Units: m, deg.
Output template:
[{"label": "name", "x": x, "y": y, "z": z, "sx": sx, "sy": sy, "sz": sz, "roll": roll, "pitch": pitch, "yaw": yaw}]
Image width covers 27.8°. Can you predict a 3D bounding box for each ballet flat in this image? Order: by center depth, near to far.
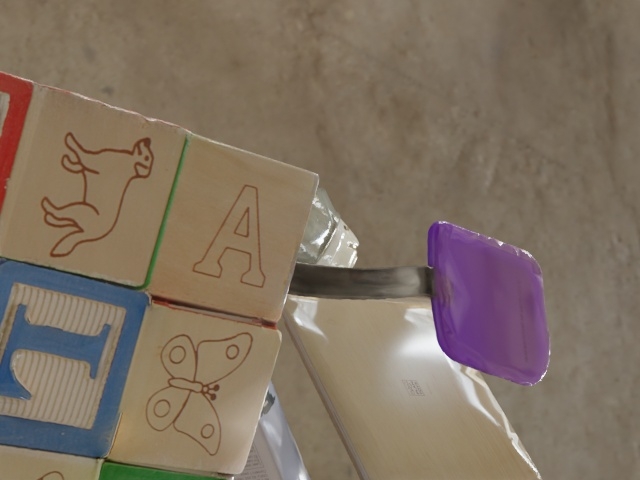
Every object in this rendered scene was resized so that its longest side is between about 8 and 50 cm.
[{"label": "ballet flat", "x": 0.000, "y": 0.000, "z": 1.020, "sx": 0.068, "sy": 0.213, "sz": 0.072, "roll": 29, "pitch": 89, "yaw": -2}]

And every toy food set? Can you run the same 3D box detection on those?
[{"label": "toy food set", "x": 0.062, "y": 0.169, "z": 1.233, "sx": 0.219, "sy": 0.092, "sz": 0.306, "roll": 7, "pitch": 41, "yaw": -39}]

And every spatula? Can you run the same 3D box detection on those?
[{"label": "spatula", "x": 0.000, "y": 0.018, "z": 0.647, "sx": 0.296, "sy": 0.030, "sz": 0.084, "roll": 10, "pitch": 62, "yaw": -25}]

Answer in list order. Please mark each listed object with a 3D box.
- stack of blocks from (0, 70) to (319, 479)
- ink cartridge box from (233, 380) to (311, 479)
[{"label": "stack of blocks", "x": -0.128, "y": 0.098, "z": 0.333, "sx": 0.171, "sy": 0.087, "sz": 0.297, "roll": 16, "pitch": 90, "yaw": -37}, {"label": "ink cartridge box", "x": -0.113, "y": 0.189, "z": 1.102, "sx": 0.065, "sy": 0.185, "sz": 0.311, "roll": -55, "pitch": 129, "yaw": -63}]
